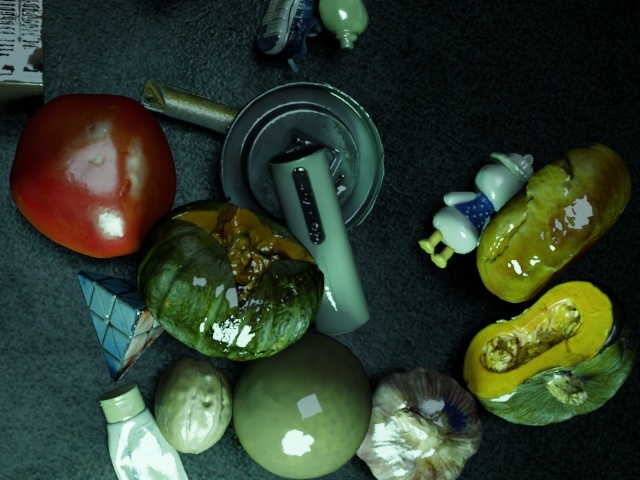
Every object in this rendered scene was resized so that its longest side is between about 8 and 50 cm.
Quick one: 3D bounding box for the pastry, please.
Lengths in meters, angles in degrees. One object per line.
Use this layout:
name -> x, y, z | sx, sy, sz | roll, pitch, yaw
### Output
pastry -> 0.437, -0.031, 1.840 | 0.356, 0.356, 0.164 | -42, 77, -17

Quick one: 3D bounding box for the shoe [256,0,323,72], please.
shoe -> -0.046, -0.431, 1.886 | 0.106, 0.092, 0.207 | 31, 69, -37

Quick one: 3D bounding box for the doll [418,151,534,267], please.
doll -> 0.316, -0.070, 1.923 | 0.293, 0.119, 0.138 | -44, 110, -11

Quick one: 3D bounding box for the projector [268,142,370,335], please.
projector -> 0.000, 0.000, 1.758 | 0.108, 0.108, 0.337 | -21, 106, -17

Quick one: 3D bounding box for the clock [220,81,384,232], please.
clock -> -0.037, -0.141, 1.810 | 0.313, 0.061, 0.312 | -3, 101, -14

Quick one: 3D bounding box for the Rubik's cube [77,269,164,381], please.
Rubik's cube -> -0.377, 0.132, 1.726 | 0.178, 0.211, 0.190 | 35, 99, 13

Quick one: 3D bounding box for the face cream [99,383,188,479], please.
face cream -> -0.313, 0.367, 1.716 | 0.114, 0.070, 0.224 | -22, 98, -17

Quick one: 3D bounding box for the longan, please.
longan -> -0.028, 0.287, 1.709 | 0.258, 0.258, 0.258 | 2, 82, -16

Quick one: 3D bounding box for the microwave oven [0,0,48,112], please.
microwave oven -> -0.556, -0.322, 1.638 | 0.188, 0.247, 0.178 | 3, 85, -15

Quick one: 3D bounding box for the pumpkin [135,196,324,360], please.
pumpkin -> -0.154, 0.064, 1.636 | 0.321, 0.320, 0.192 | 21, 118, -12

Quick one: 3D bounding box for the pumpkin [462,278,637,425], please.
pumpkin -> 0.460, 0.245, 1.833 | 0.325, 0.242, 0.232 | -32, 126, 22

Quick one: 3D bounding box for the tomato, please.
tomato -> -0.384, -0.113, 1.668 | 0.299, 0.226, 0.298 | 1, 86, -15

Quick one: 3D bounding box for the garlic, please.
garlic -> 0.183, 0.351, 1.788 | 0.245, 0.160, 0.244 | -1, 94, -10

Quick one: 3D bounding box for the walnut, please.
walnut -> -0.222, 0.288, 1.709 | 0.140, 0.140, 0.162 | 1, 64, -16

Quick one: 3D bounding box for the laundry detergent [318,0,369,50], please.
laundry detergent -> 0.044, -0.487, 1.869 | 0.091, 0.181, 0.253 | -5, 82, 10

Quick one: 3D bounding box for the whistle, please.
whistle -> -0.177, -0.226, 1.825 | 0.327, 0.057, 0.068 | 17, 52, -15
